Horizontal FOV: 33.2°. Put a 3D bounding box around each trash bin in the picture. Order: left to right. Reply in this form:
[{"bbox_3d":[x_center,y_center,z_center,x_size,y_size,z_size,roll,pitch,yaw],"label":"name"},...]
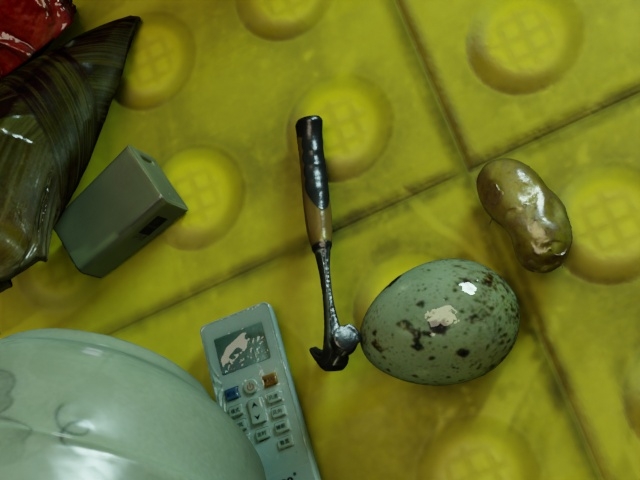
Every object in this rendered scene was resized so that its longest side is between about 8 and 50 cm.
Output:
[{"bbox_3d":[-0.161,-0.021,0.851,0.092,0.043,0.061,-40,69,11],"label":"trash bin"}]

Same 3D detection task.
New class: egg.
[{"bbox_3d":[0.080,0.057,0.726,0.110,0.085,0.085,-22,73,19],"label":"egg"}]

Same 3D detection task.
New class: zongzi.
[{"bbox_3d":[-0.205,-0.076,0.789,0.111,0.248,0.241,42,89,-23],"label":"zongzi"}]

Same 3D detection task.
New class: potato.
[{"bbox_3d":[0.143,-0.019,0.742,0.092,0.047,0.045,60,143,28],"label":"potato"}]

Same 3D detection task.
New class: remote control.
[{"bbox_3d":[-0.041,0.129,0.784,0.061,0.029,0.162,-21,68,12],"label":"remote control"}]

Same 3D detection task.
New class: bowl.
[{"bbox_3d":[-0.167,0.169,0.694,0.307,0.307,0.163,-5,50,18],"label":"bowl"}]

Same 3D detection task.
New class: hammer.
[{"bbox_3d":[0.000,0.000,0.785,0.021,0.078,0.201,-1,65,-13],"label":"hammer"}]

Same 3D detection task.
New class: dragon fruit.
[{"bbox_3d":[-0.251,-0.154,0.879,0.131,0.097,0.063,-39,71,8],"label":"dragon fruit"}]
